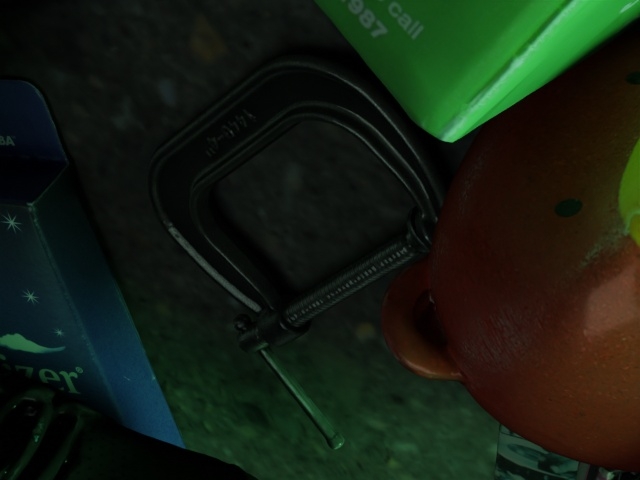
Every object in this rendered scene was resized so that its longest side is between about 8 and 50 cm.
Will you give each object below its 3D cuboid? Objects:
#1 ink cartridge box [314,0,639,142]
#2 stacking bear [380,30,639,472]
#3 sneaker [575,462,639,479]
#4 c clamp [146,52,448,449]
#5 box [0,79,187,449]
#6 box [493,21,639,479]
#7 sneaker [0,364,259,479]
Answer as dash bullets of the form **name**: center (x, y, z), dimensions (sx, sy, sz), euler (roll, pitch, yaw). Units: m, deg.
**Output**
- **ink cartridge box**: center (0.063, -0.192, 0.346), dimensions (0.211, 0.121, 0.289), euler (52, 135, 7)
- **stacking bear**: center (0.160, 0.046, 0.446), dimensions (0.289, 0.175, 0.164), euler (29, 166, 10)
- **sneaker**: center (0.109, 0.081, 0.575), dimensions (0.072, 0.077, 0.178), euler (11, 133, 25)
- **c clamp**: center (0.000, 0.000, 0.703), dimensions (0.137, 0.022, 0.161), euler (45, 140, -3)
- **box**: center (-0.146, 0.029, 0.814), dimensions (0.136, 0.036, 0.225), euler (5, 130, 30)
- **box**: center (0.176, -0.004, 0.550), dimensions (0.232, 0.058, 0.322), euler (19, 135, 19)
- **sneaker**: center (-0.167, 0.094, 0.768), dimensions (0.341, 0.125, 0.139), euler (8, 128, 26)
